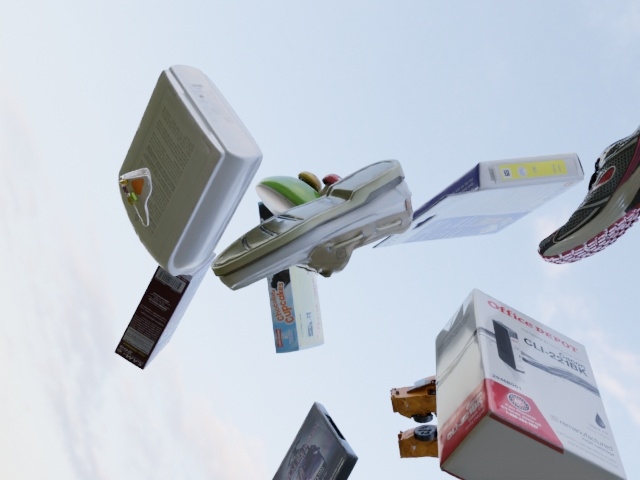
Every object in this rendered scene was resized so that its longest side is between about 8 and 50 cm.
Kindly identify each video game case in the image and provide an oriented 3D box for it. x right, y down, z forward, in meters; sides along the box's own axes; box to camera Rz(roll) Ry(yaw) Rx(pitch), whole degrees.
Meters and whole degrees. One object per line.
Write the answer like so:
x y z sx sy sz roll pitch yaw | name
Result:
-0.021 0.417 1.459 0.196 0.026 0.274 -61 -165 1 | video game case

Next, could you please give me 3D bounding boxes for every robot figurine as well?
0.294 0.349 1.656 0.085 0.290 0.211 -78 159 -73 | robot figurine

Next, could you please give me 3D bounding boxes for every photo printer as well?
-0.244 -0.110 1.439 0.256 0.107 0.308 54 -52 31 | photo printer

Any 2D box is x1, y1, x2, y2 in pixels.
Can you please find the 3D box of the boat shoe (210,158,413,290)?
0.000 0.000 1.132 0.103 0.302 0.113 66 -12 -20 | boat shoe

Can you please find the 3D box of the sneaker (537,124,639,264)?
0.455 -0.075 1.278 0.299 0.120 0.112 -46 -115 19 | sneaker

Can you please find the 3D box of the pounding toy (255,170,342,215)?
-0.012 -0.069 1.529 0.183 0.110 0.237 35 -12 23 | pounding toy

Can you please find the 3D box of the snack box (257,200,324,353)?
-0.062 0.078 1.791 0.060 0.187 0.322 -9 -96 17 | snack box

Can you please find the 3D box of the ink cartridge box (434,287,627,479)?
0.262 0.211 1.077 0.114 0.197 0.273 -58 -170 27 | ink cartridge box

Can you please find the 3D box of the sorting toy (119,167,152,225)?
-0.263 -0.061 1.200 0.083 0.044 0.075 -136 -147 -73 | sorting toy

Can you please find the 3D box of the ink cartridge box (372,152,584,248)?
0.289 -0.073 1.574 0.303 0.307 0.072 140 -58 -61 | ink cartridge box

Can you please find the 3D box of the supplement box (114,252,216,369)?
-0.302 0.122 1.600 0.073 0.130 0.239 32 -66 2 | supplement box
